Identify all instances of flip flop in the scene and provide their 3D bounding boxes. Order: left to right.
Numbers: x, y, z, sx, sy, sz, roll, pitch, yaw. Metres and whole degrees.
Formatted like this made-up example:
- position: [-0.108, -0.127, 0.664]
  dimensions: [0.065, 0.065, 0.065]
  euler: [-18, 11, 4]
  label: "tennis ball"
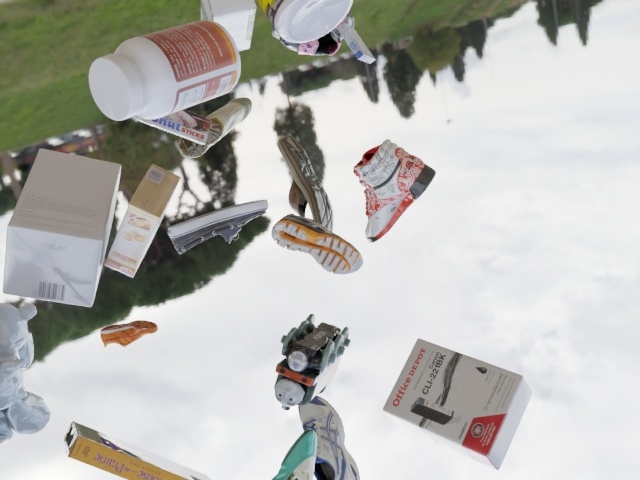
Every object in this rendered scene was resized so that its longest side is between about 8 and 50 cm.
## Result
- position: [-0.046, -0.119, 1.860]
  dimensions: [0.080, 0.277, 0.112]
  euler: [-25, -178, 20]
  label: "flip flop"

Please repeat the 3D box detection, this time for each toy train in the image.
- position: [-0.023, 0.302, 1.898]
  dimensions: [0.142, 0.190, 0.334]
  euler: [19, -171, 11]
  label: "toy train"

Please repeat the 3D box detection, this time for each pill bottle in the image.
- position: [-0.232, -0.252, 1.150]
  dimensions: [0.121, 0.121, 0.216]
  euler: [3, -156, 39]
  label: "pill bottle"
- position: [-0.053, -0.380, 1.033]
  dimensions: [0.117, 0.215, 0.117]
  euler: [-27, 162, -10]
  label: "pill bottle"

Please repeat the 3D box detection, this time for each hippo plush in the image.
- position: [-0.669, 0.243, 1.505]
  dimensions: [0.234, 0.294, 0.236]
  euler: [-10, -129, -13]
  label: "hippo plush"

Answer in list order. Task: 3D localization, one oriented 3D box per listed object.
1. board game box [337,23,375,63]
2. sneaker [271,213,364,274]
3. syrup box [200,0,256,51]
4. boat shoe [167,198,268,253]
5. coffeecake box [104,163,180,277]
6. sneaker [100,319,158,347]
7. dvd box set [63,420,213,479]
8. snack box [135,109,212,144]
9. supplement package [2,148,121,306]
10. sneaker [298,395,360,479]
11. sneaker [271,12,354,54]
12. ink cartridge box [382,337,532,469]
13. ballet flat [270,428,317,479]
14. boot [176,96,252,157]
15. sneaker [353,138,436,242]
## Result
- position: [0.084, -0.457, 1.789]
  dimensions: [0.020, 0.090, 0.090]
  euler: [-35, 172, 21]
  label: "board game box"
- position: [0.000, 0.000, 1.688]
  dimensions: [0.215, 0.084, 0.083]
  euler: [28, -152, -5]
  label: "sneaker"
- position: [-0.204, -0.492, 1.675]
  dimensions: [0.096, 0.093, 0.237]
  euler: [-16, 176, -10]
  label: "syrup box"
- position: [-0.217, -0.028, 1.688]
  dimensions: [0.228, 0.076, 0.080]
  euler: [-19, -171, -12]
  label: "boat shoe"
- position: [-0.364, -0.039, 1.567]
  dimensions: [0.068, 0.185, 0.142]
  euler: [25, -141, -10]
  label: "coffeecake box"
- position: [-0.547, 0.270, 2.214]
  dimensions: [0.175, 0.067, 0.064]
  euler: [-10, -167, 12]
  label: "sneaker"
- position: [-0.476, 0.605, 2.058]
  dimensions: [0.062, 0.420, 0.307]
  euler: [-66, -163, -13]
  label: "dvd box set"
- position: [-0.351, -0.289, 1.841]
  dimensions: [0.178, 0.064, 0.022]
  euler: [18, 172, -29]
  label: "snack box"
- position: [-0.526, -0.032, 1.585]
  dimensions: [0.177, 0.175, 0.293]
  euler: [11, -146, -13]
  label: "supplement package"
- position: [0.003, 0.561, 2.107]
  dimensions: [0.131, 0.296, 0.112]
  euler: [2, 143, -50]
  label: "sneaker"
- position: [0.013, -0.513, 1.941]
  dimensions: [0.131, 0.112, 0.319]
  euler: [41, -144, 16]
  label: "sneaker"
- position: [0.308, 0.364, 1.742]
  dimensions: [0.273, 0.114, 0.197]
  euler: [16, -111, 36]
  label: "ink cartridge box"
- position: [-0.064, 0.555, 1.782]
  dimensions: [0.087, 0.247, 0.083]
  euler: [41, -170, 30]
  label: "ballet flat"
- position: [-0.291, -0.314, 2.121]
  dimensions: [0.213, 0.077, 0.165]
  euler: [-24, -162, 46]
  label: "boot"
- position: [0.125, -0.109, 1.642]
  dimensions: [0.090, 0.145, 0.270]
  euler: [-54, -179, -36]
  label: "sneaker"
